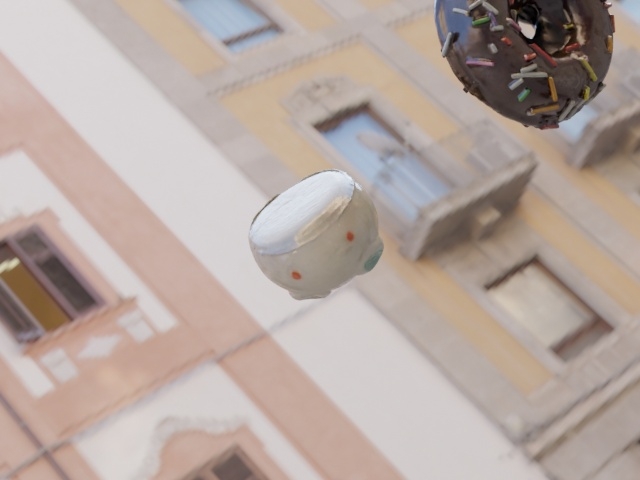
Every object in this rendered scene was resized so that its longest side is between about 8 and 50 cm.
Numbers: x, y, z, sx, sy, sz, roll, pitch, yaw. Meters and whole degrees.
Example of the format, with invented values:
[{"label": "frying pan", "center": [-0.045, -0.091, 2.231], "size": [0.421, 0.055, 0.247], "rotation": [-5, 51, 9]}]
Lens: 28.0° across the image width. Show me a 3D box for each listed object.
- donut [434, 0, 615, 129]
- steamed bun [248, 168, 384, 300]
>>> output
[{"label": "donut", "center": [0.266, -0.273, 1.634], "size": [0.269, 0.270, 0.103], "rotation": [-30, 1, -32]}, {"label": "steamed bun", "center": [0.000, 0.000, 1.734], "size": [0.177, 0.131, 0.228], "rotation": [-33, 19, 2]}]
